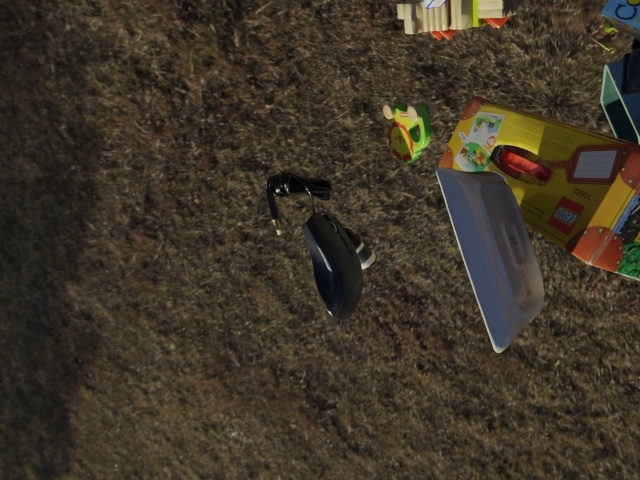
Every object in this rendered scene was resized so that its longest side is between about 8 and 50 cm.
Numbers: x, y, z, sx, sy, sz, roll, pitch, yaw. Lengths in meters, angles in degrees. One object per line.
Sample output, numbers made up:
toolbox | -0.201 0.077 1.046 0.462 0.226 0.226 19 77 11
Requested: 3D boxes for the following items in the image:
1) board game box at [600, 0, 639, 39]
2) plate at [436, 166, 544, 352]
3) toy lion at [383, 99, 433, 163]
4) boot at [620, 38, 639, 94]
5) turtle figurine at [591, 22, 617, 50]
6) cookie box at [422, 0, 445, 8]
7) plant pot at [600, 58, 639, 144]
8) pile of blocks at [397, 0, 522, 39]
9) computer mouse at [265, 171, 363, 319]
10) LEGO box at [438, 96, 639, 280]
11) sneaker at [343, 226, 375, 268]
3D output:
board game box | 0.650 -0.379 0.817 0.275 0.142 0.144 42 121 25
plate | 0.292 0.010 0.786 0.045 0.277 0.278 -20 83 34
toy lion | 0.134 -0.164 0.752 0.100 0.034 0.096 31 139 59
boot | 0.767 -0.320 1.058 0.222 0.118 0.339 8 97 25
turtle figurine | 0.804 -0.605 1.263 0.087 0.269 0.217 35 127 2
cookie box | 0.211 -0.504 0.904 0.092 0.040 0.107 141 111 -70
plant pot | 0.946 -0.376 1.332 0.252 0.247 0.248 -19 72 22
pile of blocks | 0.399 -0.645 1.414 0.362 0.149 0.113 11 124 34
computer mouse | 0.000 0.000 0.809 0.060 0.184 0.262 -22 73 34
LEGO box | 0.540 -0.105 1.001 0.372 0.500 0.193 15 110 -22
sneaker | 0.043 0.017 1.305 0.216 0.079 0.121 -12 120 53
